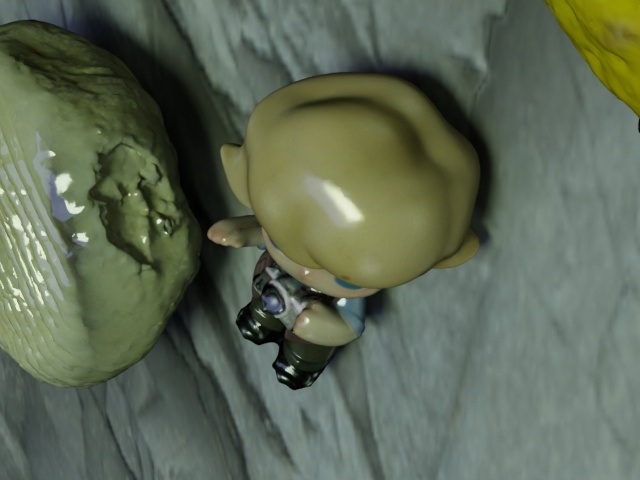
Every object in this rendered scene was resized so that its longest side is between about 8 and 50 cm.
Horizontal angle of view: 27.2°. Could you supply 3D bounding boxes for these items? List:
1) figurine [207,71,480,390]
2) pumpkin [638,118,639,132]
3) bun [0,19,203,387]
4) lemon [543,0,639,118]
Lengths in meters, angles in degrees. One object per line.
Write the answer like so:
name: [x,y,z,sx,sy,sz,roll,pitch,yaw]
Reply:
figurine: [0.000,0.000,0.665,0.114,0.108,0.196,55,141,20]
pumpkin: [0.180,-0.059,0.510,0.101,0.035,0.073,30,114,38]
bun: [-0.146,-0.021,0.779,0.220,0.134,0.220,28,130,39]
lemon: [0.162,-0.130,0.337,0.253,0.253,0.310,3,109,44]
